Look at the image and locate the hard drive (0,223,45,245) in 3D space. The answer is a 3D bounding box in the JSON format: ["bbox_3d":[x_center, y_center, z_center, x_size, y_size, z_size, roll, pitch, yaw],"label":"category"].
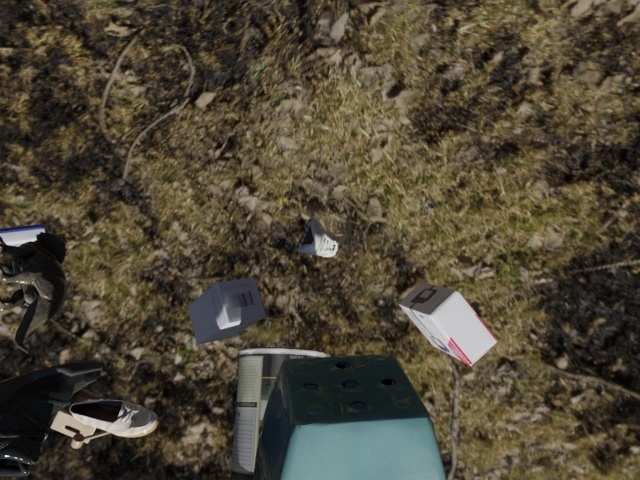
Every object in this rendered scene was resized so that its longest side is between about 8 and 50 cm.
[{"bbox_3d":[-0.831,0.011,1.351,0.319,0.210,0.040,-10,90,-38],"label":"hard drive"}]

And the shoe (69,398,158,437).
[{"bbox_3d":[-0.502,0.426,1.415,0.219,0.076,0.058,5,145,7],"label":"shoe"}]

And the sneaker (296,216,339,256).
[{"bbox_3d":[0.000,0.000,1.727,0.118,0.292,0.110,26,93,0],"label":"sneaker"}]

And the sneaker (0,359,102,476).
[{"bbox_3d":[-0.409,0.252,0.841,0.087,0.227,0.130,-17,90,30],"label":"sneaker"}]

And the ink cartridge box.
[{"bbox_3d":[0.326,0.210,1.532,0.100,0.237,0.172,-41,98,-8],"label":"ink cartridge box"}]

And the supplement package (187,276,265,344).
[{"bbox_3d":[-0.230,0.171,1.411,0.179,0.105,0.105,-36,68,46],"label":"supplement package"}]

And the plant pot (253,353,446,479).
[{"bbox_3d":[0.020,0.228,0.510,0.166,0.165,0.234,-2,106,-9],"label":"plant pot"}]

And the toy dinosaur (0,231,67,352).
[{"bbox_3d":[-0.583,0.077,1.196,0.160,0.313,0.121,9,127,-43],"label":"toy dinosaur"}]

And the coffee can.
[{"bbox_3d":[-0.089,0.383,1.284,0.202,0.201,0.275,1,74,0],"label":"coffee can"}]

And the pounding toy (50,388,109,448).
[{"bbox_3d":[-0.752,0.592,1.856,0.181,0.206,0.094,28,112,-11],"label":"pounding toy"}]
